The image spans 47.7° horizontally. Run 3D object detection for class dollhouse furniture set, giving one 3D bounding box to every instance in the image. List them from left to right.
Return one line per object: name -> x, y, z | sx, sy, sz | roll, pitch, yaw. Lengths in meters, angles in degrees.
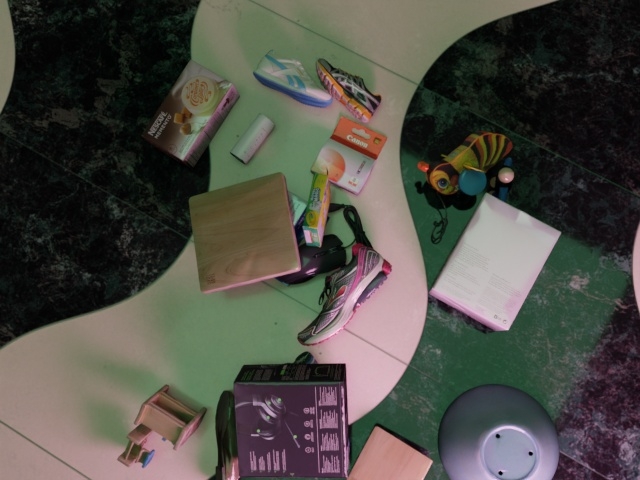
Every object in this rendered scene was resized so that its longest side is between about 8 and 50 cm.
dollhouse furniture set -> -0.398, 0.488, 1.829 | 0.129, 0.129, 0.184 | 30, 109, 8

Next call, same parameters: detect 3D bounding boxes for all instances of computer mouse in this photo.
computer mouse -> 0.000, 0.000, 1.862 | 0.262, 0.060, 0.184 | -15, 82, -7

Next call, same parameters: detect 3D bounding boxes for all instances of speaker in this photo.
speaker -> -0.182, -0.274, 1.944 | 0.055, 0.055, 0.136 | 35, 86, 9

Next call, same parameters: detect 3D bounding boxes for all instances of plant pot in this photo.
plant pot -> 0.429, 0.490, 1.699 | 0.290, 0.195, 0.290 | -1, 82, 5

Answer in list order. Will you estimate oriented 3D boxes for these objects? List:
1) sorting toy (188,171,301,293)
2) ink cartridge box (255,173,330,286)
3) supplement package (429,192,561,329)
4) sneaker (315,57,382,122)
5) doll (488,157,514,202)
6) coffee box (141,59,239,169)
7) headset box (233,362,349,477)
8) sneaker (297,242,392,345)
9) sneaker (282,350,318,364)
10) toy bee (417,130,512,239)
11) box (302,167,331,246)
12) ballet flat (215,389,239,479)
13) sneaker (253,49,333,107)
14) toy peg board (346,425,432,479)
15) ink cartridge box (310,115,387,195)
sorting toy -> -0.183, -0.011, 1.826 | 0.257, 0.089, 0.255 | -14, 72, 12
ink cartridge box -> -0.124, -0.027, 1.906 | 0.224, 0.045, 0.223 | 30, 85, 9
supplement package -> 0.417, 0.059, 1.764 | 0.199, 0.198, 0.263 | 29, 86, 9
sneaker -> 0.072, -0.413, 1.934 | 0.215, 0.084, 0.083 | 45, 84, 1
doll -> 0.452, -0.141, 1.796 | 0.046, 0.189, 0.129 | 10, 82, 7
coffee box -> -0.347, -0.337, 1.947 | 0.141, 0.098, 0.246 | 32, 85, 9
headset box -> -0.075, 0.435, 1.756 | 0.283, 0.131, 0.246 | -2, 99, 5
sneaker -> 0.044, 0.141, 1.819 | 0.112, 0.121, 0.299 | 41, 85, -6
sneaker -> -0.062, 0.337, 1.840 | 0.135, 0.058, 0.052 | -30, 36, 20
toy bee -> 0.334, -0.171, 1.805 | 0.162, 0.195, 0.298 | 36, 75, -19
box -> -0.006, -0.086, 1.822 | 0.043, 0.105, 0.179 | 9, 63, 10
ballet flat -> -0.228, 0.505, 1.827 | 0.058, 0.084, 0.250 | 4, 80, -27
sneaker -> -0.064, -0.433, 1.943 | 0.228, 0.087, 0.092 | 28, 83, 7
toy peg board -> 0.174, 0.570, 1.781 | 0.160, 0.079, 0.161 | 27, 84, 24
ink cartridge box -> 0.077, -0.228, 1.920 | 0.145, 0.045, 0.179 | 27, 87, 8
